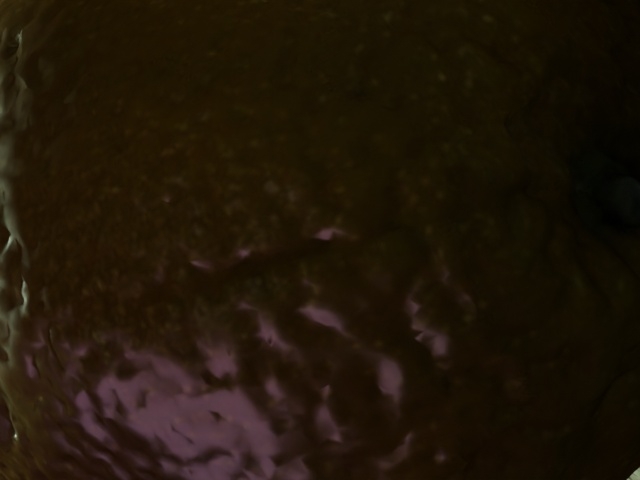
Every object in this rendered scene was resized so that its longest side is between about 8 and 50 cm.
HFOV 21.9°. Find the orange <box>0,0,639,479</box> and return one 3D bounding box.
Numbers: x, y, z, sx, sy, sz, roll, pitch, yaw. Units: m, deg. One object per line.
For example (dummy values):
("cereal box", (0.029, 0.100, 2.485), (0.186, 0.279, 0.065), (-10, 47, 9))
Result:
("orange", (0.000, 0.000, 0.692), (0.322, 0.322, 0.357), (40, 156, -27))
